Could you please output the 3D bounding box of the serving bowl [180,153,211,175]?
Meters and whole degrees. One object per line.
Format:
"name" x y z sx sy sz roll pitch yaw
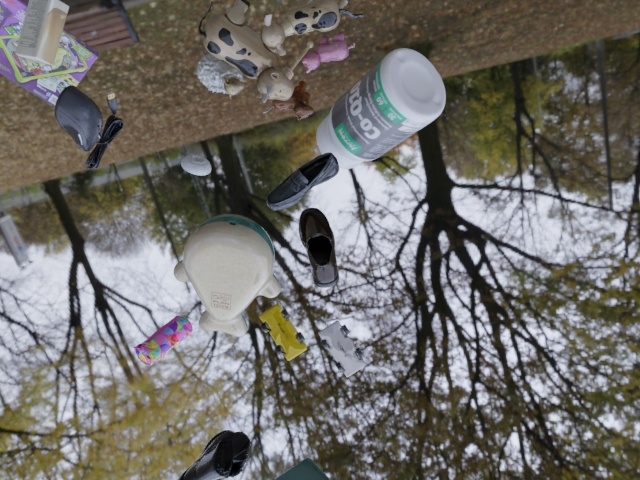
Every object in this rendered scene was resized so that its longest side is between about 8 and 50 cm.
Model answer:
"serving bowl" -0.338 -0.212 1.480 0.083 0.027 0.083 18 -147 -12

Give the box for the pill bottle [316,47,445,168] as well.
"pill bottle" 0.150 -0.342 1.481 0.204 0.204 0.361 -29 180 -35

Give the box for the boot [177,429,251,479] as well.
"boot" -0.244 0.559 1.421 0.207 0.094 0.246 -41 175 31

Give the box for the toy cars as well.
"toy cars" -0.027 0.333 1.840 0.393 0.177 0.087 17 -177 -5

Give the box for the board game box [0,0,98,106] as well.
"board game box" -0.832 -0.548 1.501 0.208 0.346 0.056 -43 -144 19

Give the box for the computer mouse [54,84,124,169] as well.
"computer mouse" -0.529 -0.294 1.288 0.060 0.262 0.184 18 -114 3

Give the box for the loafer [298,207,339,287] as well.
"loafer" 0.000 0.000 1.232 0.080 0.078 0.220 -13 -128 -7

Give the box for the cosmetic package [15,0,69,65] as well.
"cosmetic package" -0.509 -0.385 0.989 0.060 0.115 0.041 17 -178 24

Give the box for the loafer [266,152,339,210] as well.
"loafer" -0.052 -0.162 1.444 0.223 0.078 0.076 -33 -120 -3

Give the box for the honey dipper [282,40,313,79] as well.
"honey dipper" -0.061 -0.469 1.418 0.030 0.030 0.161 4 -128 43

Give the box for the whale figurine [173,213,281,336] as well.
"whale figurine" -0.184 0.068 1.094 0.216 0.272 0.141 9 -146 -1

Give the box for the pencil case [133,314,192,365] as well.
"pencil case" -0.615 0.389 2.122 0.104 0.105 0.236 2 -151 40

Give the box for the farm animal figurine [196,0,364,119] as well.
"farm animal figurine" -0.110 -0.395 1.147 0.326 0.330 0.172 22 -128 -1

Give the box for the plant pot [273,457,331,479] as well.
"plant pot" 0.001 0.502 0.896 0.165 0.166 0.234 -33 -135 -6
